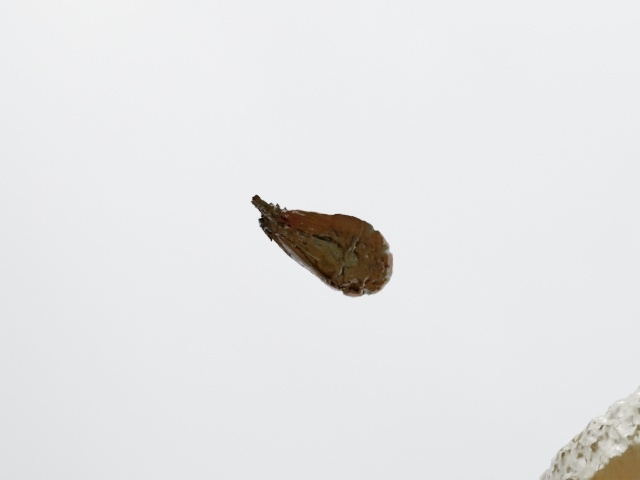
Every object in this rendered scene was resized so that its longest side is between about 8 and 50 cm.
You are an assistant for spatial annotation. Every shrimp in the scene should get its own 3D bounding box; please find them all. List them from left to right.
[{"bbox_3d":[0.000,0.000,0.997,0.184,0.043,0.091,27,-72,-5],"label":"shrimp"}]

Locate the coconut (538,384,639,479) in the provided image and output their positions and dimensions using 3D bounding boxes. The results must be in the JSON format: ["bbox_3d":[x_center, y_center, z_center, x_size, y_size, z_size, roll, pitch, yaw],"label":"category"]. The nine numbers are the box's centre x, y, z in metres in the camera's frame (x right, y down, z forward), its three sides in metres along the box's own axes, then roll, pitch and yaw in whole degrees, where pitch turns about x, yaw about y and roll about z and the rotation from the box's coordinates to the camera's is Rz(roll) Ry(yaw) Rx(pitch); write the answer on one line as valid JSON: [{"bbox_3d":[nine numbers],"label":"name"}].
[{"bbox_3d":[0.258,0.201,0.487,0.239,0.239,0.244,-52,-133,21],"label":"coconut"}]
